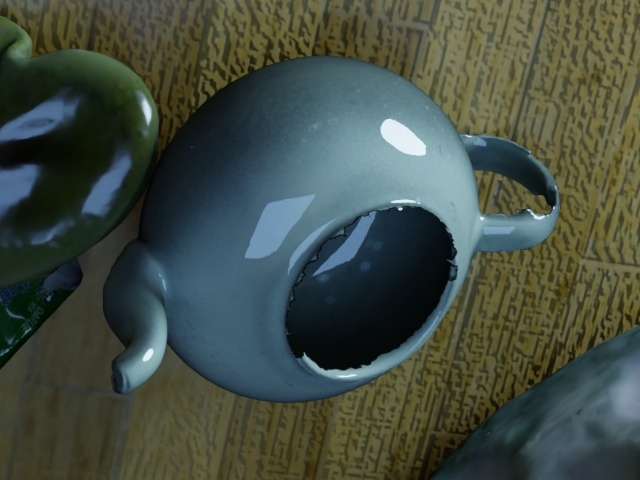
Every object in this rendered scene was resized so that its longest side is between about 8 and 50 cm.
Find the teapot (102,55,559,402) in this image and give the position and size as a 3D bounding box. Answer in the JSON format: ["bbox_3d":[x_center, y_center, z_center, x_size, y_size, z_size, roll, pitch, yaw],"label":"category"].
[{"bbox_3d":[0.000,0.000,0.998,0.294,0.129,0.193,-17,128,-25],"label":"teapot"}]

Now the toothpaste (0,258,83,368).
[{"bbox_3d":[-0.215,0.067,1.055,0.078,0.047,0.248,41,102,-20],"label":"toothpaste"}]

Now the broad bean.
[{"bbox_3d":[-0.188,-0.052,0.986,0.206,0.072,0.153,6,84,-1],"label":"broad bean"}]

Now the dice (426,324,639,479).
[{"bbox_3d":[0.225,0.263,1.039,0.348,0.330,0.328,-35,109,13],"label":"dice"}]
